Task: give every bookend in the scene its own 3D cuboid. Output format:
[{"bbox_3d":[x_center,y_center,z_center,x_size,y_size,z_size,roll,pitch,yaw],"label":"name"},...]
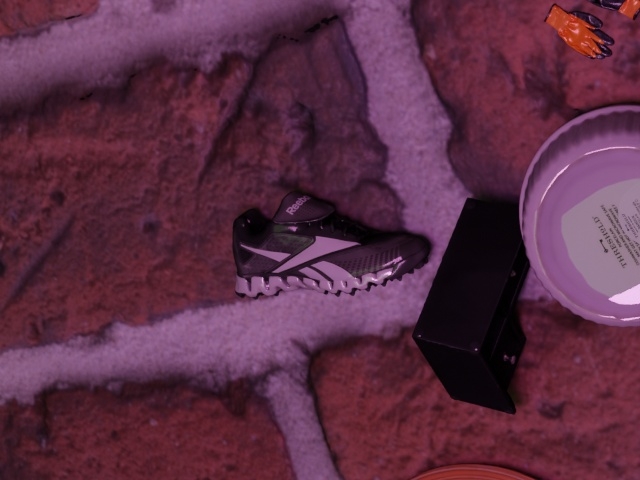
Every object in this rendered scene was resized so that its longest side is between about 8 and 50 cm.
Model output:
[{"bbox_3d":[0.168,0.067,1.960,0.072,0.156,0.157,13,157,25],"label":"bookend"}]

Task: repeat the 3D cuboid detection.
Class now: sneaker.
[{"bbox_3d":[0.000,0.000,2.040,0.234,0.078,0.106,-5,107,33],"label":"sneaker"}]

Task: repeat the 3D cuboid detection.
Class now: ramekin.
[{"bbox_3d":[0.281,-0.017,1.821,0.207,0.109,0.207,3,103,12],"label":"ramekin"}]

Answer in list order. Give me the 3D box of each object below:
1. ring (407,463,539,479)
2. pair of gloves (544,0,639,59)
[{"bbox_3d":[0.191,0.389,2.100,0.336,0.032,0.336,11,113,27],"label":"ring"},{"bbox_3d":[0.256,-0.214,1.857,0.074,0.010,0.083,39,121,12],"label":"pair of gloves"}]
